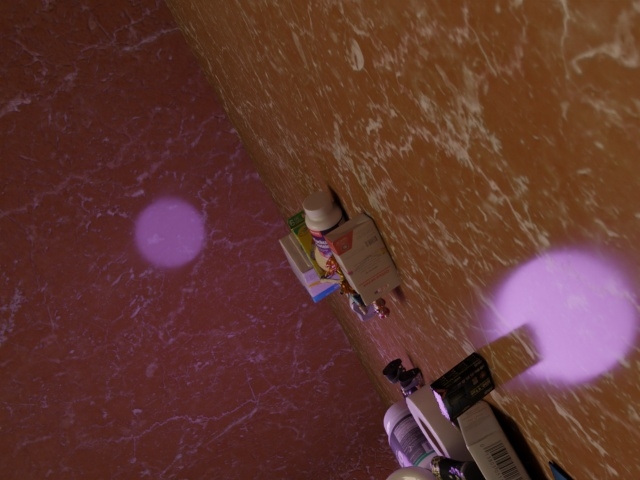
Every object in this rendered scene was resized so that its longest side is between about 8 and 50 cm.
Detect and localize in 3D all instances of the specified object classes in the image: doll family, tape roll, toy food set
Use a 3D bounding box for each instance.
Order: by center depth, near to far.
[{"bbox_3d":[0.086,0.112,1.723,0.262,0.118,0.163,66,-173,25],"label":"doll family"},{"bbox_3d":[0.381,0.580,1.969,0.286,0.100,0.286,57,173,11],"label":"tape roll"},{"bbox_3d":[0.041,0.044,1.989,0.133,0.038,0.192,2,110,30],"label":"toy food set"}]

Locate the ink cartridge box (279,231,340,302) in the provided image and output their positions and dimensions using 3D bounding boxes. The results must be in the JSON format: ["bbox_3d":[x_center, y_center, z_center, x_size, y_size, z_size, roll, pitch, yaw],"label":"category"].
[{"bbox_3d":[-0.013,0.068,2.254,0.171,0.168,0.232,54,172,30],"label":"ink cartridge box"}]

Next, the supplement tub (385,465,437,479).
[{"bbox_3d":[0.350,0.822,1.933,0.325,0.235,0.235,30,-165,-42],"label":"supplement tub"}]

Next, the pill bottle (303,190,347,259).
[{"bbox_3d":[0.020,-0.042,1.803,0.108,0.108,0.193,51,170,49],"label":"pill bottle"}]

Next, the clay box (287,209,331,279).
[{"bbox_3d":[0.000,0.000,2.045,0.222,0.127,0.053,59,173,-10],"label":"clay box"}]

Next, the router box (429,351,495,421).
[{"bbox_3d":[0.292,0.301,1.309,0.038,0.122,0.092,41,162,54],"label":"router box"}]

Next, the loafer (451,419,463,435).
[{"bbox_3d":[0.384,0.495,1.762,0.148,0.056,0.050,60,167,-8],"label":"loafer"}]

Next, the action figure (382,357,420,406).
[{"bbox_3d":[0.317,0.520,2.204,0.185,0.099,0.285,41,167,45],"label":"action figure"}]

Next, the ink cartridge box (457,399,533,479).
[{"bbox_3d":[0.433,0.512,1.540,0.308,0.091,0.385,59,-170,-6],"label":"ink cartridge box"}]

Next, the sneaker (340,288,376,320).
[{"bbox_3d":[0.111,0.157,2.081,0.151,0.094,0.256,57,172,27],"label":"sneaker"}]

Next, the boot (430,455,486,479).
[{"bbox_3d":[0.430,0.676,1.764,0.236,0.085,0.179,42,156,-15],"label":"boot"}]

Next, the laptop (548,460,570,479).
[{"bbox_3d":[0.504,0.704,1.149,0.236,0.407,0.382,25,-172,-24],"label":"laptop"}]

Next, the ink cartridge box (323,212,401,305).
[{"bbox_3d":[0.106,0.048,1.559,0.198,0.115,0.067,62,171,-24],"label":"ink cartridge box"}]

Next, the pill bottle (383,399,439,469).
[{"bbox_3d":[0.363,0.731,2.264,0.204,0.204,0.361,62,177,-22],"label":"pill bottle"}]
